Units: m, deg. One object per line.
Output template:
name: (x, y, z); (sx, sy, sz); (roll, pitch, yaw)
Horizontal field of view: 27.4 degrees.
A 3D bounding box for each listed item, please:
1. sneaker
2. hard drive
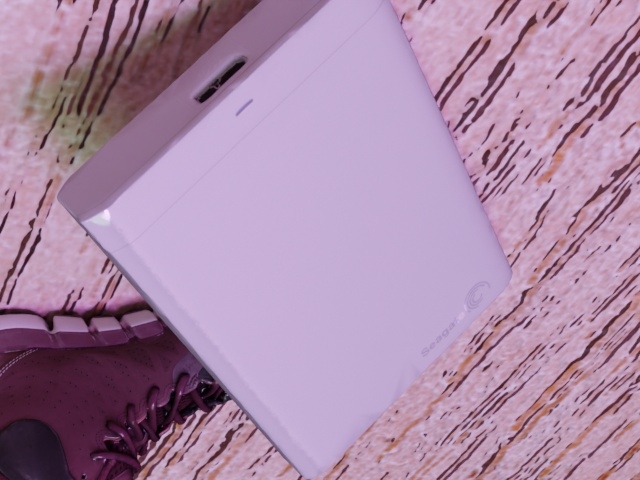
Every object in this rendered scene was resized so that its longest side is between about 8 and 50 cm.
sneaker: (-0.109, 0.126, 0.863); (0.282, 0.162, 0.106); (-7, 140, -9)
hard drive: (0.000, 0.000, 0.783); (0.203, 0.040, 0.307); (-44, 140, -10)
